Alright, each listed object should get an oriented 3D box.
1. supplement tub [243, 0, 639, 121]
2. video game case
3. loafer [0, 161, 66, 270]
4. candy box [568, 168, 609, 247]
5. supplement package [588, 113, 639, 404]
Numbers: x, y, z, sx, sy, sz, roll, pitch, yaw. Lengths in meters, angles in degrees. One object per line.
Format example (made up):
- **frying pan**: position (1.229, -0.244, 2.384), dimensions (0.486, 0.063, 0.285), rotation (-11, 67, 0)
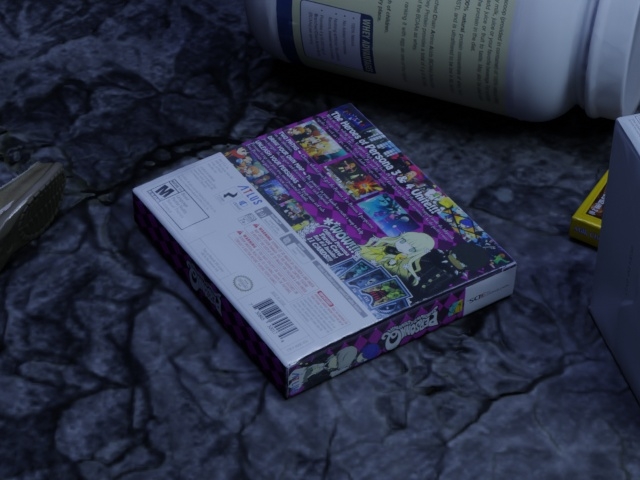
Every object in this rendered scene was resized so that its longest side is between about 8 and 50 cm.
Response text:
- **supplement tub**: position (0.122, -0.232, 1.658), dimensions (0.325, 0.235, 0.235), rotation (15, 45, 15)
- **video game case**: position (0.000, 0.000, 1.546), dimensions (0.210, 0.042, 0.232), rotation (-24, 48, -25)
- **loafer**: position (-0.251, -0.017, 1.549), dimensions (0.050, 0.056, 0.148), rotation (26, 48, 16)
- **candy box**: position (0.293, -0.050, 1.618), dimensions (0.105, 0.027, 0.206), rotation (25, 48, 19)
- **supplement package**: position (0.321, 0.011, 1.428), dimensions (0.203, 0.194, 0.149), rotation (-11, 45, -12)
